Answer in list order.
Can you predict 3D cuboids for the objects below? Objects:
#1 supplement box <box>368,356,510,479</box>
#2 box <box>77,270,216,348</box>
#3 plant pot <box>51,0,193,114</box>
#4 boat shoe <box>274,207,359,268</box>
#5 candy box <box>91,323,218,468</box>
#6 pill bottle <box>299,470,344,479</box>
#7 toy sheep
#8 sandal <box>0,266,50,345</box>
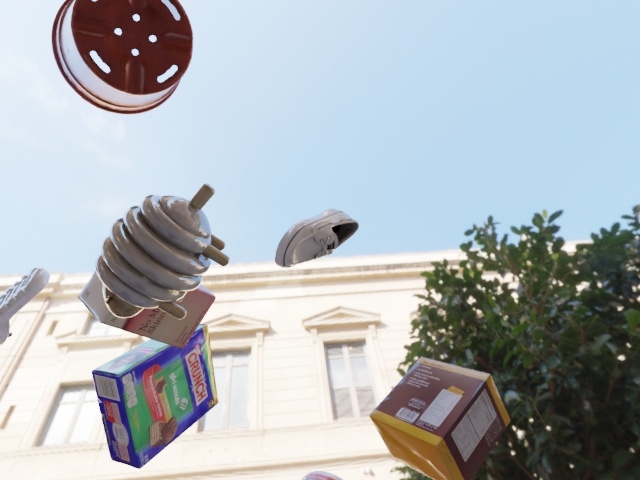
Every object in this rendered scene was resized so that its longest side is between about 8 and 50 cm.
[{"bbox_3d":[0.248,0.371,0.975,0.194,0.191,0.129,-37,-70,-29],"label":"supplement box"},{"bbox_3d":[-0.376,0.126,1.036,0.149,0.126,0.232,-58,-37,-6],"label":"box"},{"bbox_3d":[-0.377,-0.387,0.918,0.272,0.265,0.273,-8,-72,-27],"label":"plant pot"},{"bbox_3d":[0.000,0.000,1.114,0.088,0.267,0.096,21,-61,28],"label":"boat shoe"},{"bbox_3d":[-0.440,0.412,1.297,0.122,0.317,0.268,1,-75,27],"label":"candy box"},{"bbox_3d":[-0.045,0.552,0.796,0.161,0.283,0.161,11,-69,29],"label":"pill bottle"},{"bbox_3d":[-0.126,0.009,0.374,0.091,0.091,0.132,37,-87,-28],"label":"toy sheep"},{"bbox_3d":[-0.936,0.253,1.352,0.416,0.169,0.102,-42,-56,-1],"label":"sandal"}]
